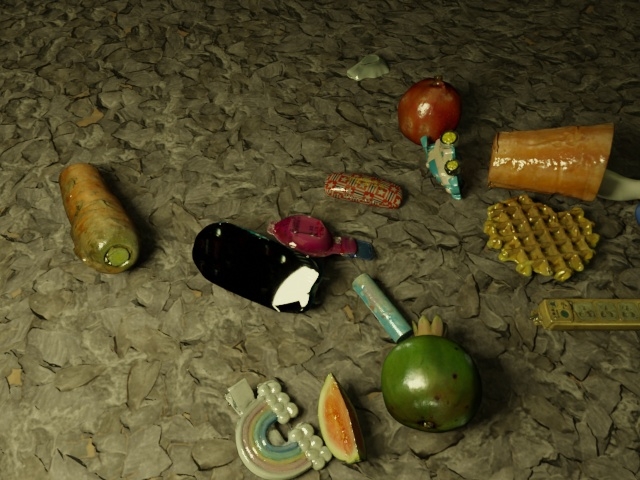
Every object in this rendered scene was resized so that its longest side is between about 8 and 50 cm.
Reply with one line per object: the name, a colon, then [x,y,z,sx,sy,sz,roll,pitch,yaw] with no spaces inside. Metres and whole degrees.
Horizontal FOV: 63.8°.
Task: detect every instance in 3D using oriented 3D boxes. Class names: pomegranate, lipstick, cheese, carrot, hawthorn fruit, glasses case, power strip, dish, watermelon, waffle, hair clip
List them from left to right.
carrot: [-0.490,-0.048,1.144,0.139,0.138,0.302,-23,52,-16]
hair clip: [-0.094,0.348,0.940,0.140,0.054,0.220,-28,64,-33]
cheese: [0.000,0.000,1.159,0.244,0.062,0.155,14,31,-7]
watermelon: [0.032,0.337,0.935,0.069,0.087,0.163,-25,50,5]
glasses case: [0.108,-0.129,1.266,0.195,0.049,0.073,12,56,6]
dish: [0.142,-0.528,1.544,0.137,0.039,0.091,-28,62,-21]
lipstick: [0.129,0.141,1.085,0.048,0.048,0.158,-28,61,-19]
hawthorn fruit: [0.282,-0.340,1.334,0.169,0.188,0.169,-3,53,4]
pomegranate: [0.203,0.238,0.953,0.187,0.187,0.225,7,44,2]
waffle: [0.511,-0.020,1.205,0.249,0.056,0.253,-38,64,-25]
carrot: [0.537,-0.199,1.225,0.254,0.196,0.196,11,55,20]
power strip: [0.594,0.158,1.093,0.305,0.044,0.064,0,57,-2]

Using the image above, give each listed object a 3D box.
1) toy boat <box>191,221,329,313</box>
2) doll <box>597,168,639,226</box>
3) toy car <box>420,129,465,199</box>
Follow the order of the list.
toy boat: [-0.134,0.057,1.114,0.299,0.092,0.134,22,91,20]
doll: [0.862,-0.065,1.167,0.376,0.187,0.365,-18,43,19]
toy car: [0.305,-0.181,1.282,0.098,0.126,0.161,-5,64,21]
